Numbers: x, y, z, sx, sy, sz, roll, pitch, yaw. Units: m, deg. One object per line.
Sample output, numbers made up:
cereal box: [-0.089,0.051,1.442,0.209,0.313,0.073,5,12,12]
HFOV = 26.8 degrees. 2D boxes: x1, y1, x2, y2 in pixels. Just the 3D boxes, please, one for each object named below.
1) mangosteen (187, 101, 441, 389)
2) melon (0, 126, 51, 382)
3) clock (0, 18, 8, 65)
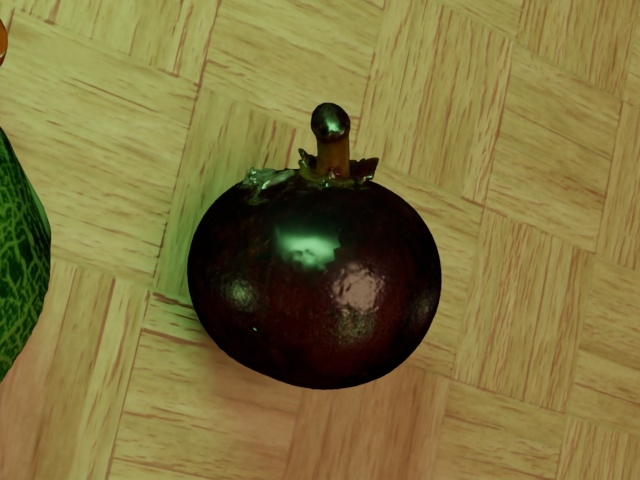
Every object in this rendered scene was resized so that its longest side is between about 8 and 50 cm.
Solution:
mangosteen: [0.000,0.000,1.226,0.235,0.235,0.261,-6,113,-38]
melon: [-0.364,0.015,0.981,0.343,0.226,0.331,-31,91,-21]
clock: [-0.334,-0.182,1.010,0.205,0.205,0.051,12,121,-37]
